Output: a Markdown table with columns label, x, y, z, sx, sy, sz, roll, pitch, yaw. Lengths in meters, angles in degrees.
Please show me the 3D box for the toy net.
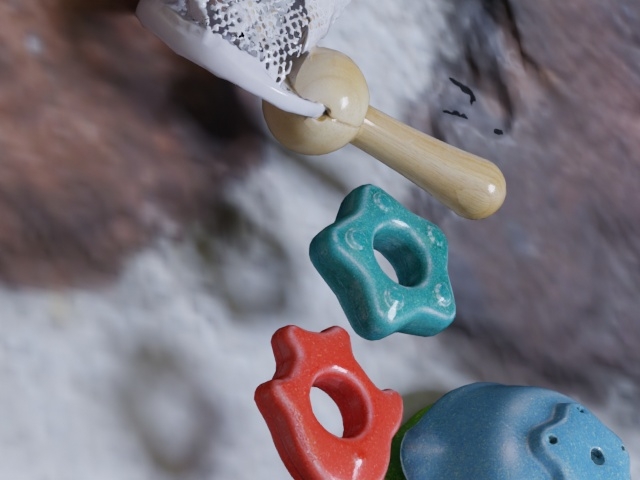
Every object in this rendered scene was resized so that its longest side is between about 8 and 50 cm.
| label | x | y | z | sx | sy | sz | roll | pitch | yaw |
| --- | --- | --- | --- | --- | --- | --- | --- | --- | --- |
| toy net | 0.000 | 0.000 | 0.496 | 0.122 | 0.045 | 0.232 | -20 | 78 | -46 |
